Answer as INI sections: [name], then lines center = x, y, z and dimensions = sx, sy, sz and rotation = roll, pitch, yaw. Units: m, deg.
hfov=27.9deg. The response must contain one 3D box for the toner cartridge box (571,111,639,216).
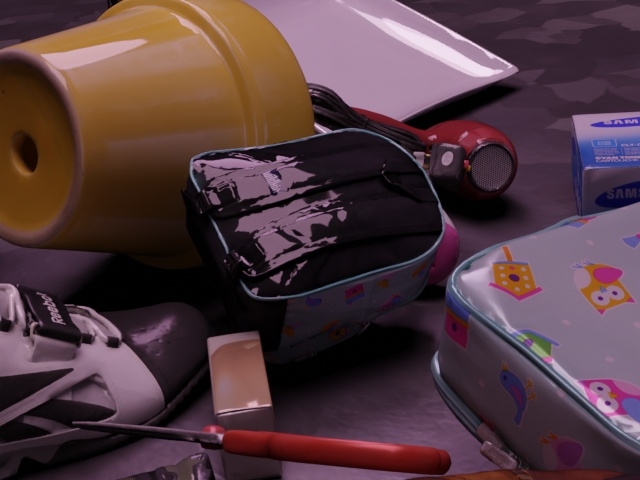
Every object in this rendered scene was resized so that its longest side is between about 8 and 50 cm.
[toner cartridge box]
center = 0.421, -0.071, 1.233
dimensions = 0.347, 0.075, 0.165
rotation = -2, 22, 8

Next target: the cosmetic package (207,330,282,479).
[cosmetic package]
center = -0.055, 0.117, 0.920
dimensions = 0.041, 0.060, 0.115
rotation = -9, 25, -4

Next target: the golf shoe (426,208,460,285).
[golf shoe]
center = 0.027, -0.042, 1.218
dimensions = 0.306, 0.115, 0.140
rotation = 28, 18, 38

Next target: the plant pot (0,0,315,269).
[plant pot]
center = -0.173, -0.089, 1.126
dimensions = 0.254, 0.254, 0.239
rotation = 13, 17, 37

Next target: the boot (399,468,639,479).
[boot]
center = 0.019, 0.148, 0.643
dimensions = 0.264, 0.096, 0.280
rotation = -9, -2, -24

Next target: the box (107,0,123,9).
[box]
center = -0.241, -0.380, 1.789
dimensions = 0.079, 0.322, 0.257
rotation = -13, 25, -21

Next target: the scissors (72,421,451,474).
[scissors]
center = -0.058, 0.122, 0.800
dimensions = 0.297, 0.021, 0.109
rotation = 3, -7, 25

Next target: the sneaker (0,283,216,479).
[sneaker]
center = -0.219, 0.084, 0.931
dimensions = 0.330, 0.146, 0.122
rotation = -21, 26, -35

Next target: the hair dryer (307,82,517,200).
[hair dryer]
center = 0.091, -0.111, 1.286
dimensions = 0.223, 0.080, 0.293
rotation = 29, 5, 21

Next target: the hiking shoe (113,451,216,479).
[hiking shoe]
center = -0.116, 0.202, 0.728
dimensions = 0.114, 0.086, 0.227
rotation = -12, 13, 5

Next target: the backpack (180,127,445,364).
[backpack]
center = 0.000, 0.000, 1.038
dimensions = 0.188, 0.144, 0.166
rotation = -20, 55, -15

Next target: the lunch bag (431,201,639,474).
[lunch bag]
center = 0.221, 0.082, 0.824
dimensions = 0.279, 0.108, 0.224
rotation = -16, 44, -32

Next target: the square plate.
[square plate]
center = 0.017, -0.230, 1.629
dimensions = 0.347, 0.049, 0.344
rotation = 34, 41, 29
